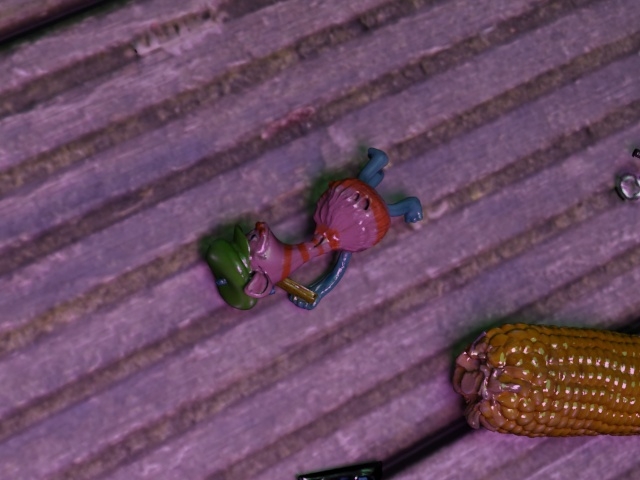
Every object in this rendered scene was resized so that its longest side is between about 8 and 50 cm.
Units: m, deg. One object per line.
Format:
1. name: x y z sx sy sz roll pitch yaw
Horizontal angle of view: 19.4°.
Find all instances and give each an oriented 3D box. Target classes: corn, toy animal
1. corn: 0.267 0.129 1.717 0.305 0.106 0.106 3 71 -23
2. toy animal: 0.000 0.000 1.676 0.208 0.100 0.103 -34 126 -30

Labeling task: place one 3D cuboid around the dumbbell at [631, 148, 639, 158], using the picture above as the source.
1. dumbbell: 0.372 -0.058 1.838 0.147 0.069 0.069 23 66 -13

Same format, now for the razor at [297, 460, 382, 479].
1. razor: 0.046 0.316 1.602 0.082 0.042 0.253 -6 75 -24
